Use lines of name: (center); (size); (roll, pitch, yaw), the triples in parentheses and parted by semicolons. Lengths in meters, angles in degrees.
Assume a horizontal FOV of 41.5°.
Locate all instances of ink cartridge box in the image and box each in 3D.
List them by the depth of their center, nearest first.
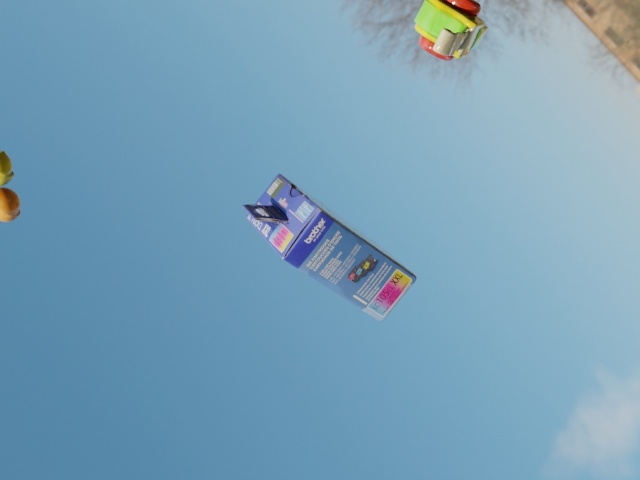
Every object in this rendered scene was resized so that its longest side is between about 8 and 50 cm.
ink cartridge box: (0.000, 0.000, 2.000); (0.395, 0.151, 0.270); (36, -176, -31)

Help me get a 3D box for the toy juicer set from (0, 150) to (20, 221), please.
toy juicer set: (-0.650, -0.166, 1.528); (0.089, 0.209, 0.329); (-35, -55, -35)

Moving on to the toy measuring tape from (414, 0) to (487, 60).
toy measuring tape: (0.199, -0.356, 1.399); (0.121, 0.121, 0.330); (47, -155, 2)
